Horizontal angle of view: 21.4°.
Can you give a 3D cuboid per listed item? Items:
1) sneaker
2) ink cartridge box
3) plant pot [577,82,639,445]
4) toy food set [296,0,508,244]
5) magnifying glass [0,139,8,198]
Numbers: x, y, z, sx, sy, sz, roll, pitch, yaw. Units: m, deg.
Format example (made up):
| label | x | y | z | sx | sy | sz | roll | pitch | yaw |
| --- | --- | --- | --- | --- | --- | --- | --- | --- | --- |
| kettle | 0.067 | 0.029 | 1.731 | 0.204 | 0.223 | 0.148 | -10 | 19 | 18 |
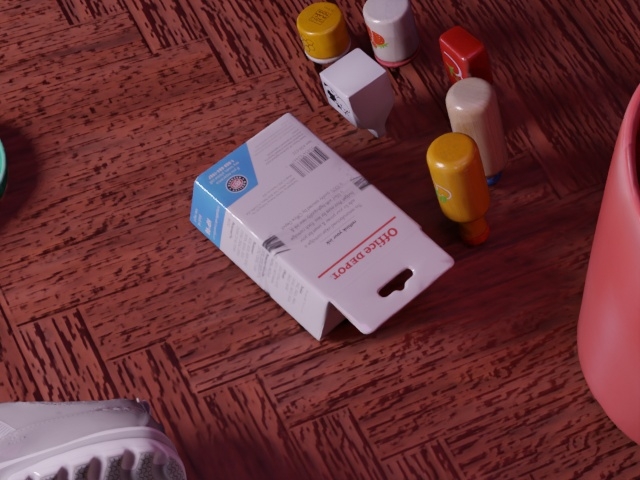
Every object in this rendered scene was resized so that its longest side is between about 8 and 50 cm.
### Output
| label | x | y | z | sx | sy | sz | roll | pitch | yaw |
| --- | --- | --- | --- | --- | --- | --- | --- | --- | --- |
| sneaker | -0.233 | 0.166 | 1.124 | 0.281 | 0.105 | 0.115 | -6 | 25 | -9 |
| ink cartridge box | 0.000 | 0.000 | 1.273 | 0.180 | 0.060 | 0.104 | 43 | 60 | 18 |
| plant pot | 0.307 | 0.028 | 1.200 | 0.275 | 0.243 | 0.275 | 5 | 57 | -8 |
| toy food set | 0.079 | -0.107 | 1.357 | 0.111 | 0.104 | 0.232 | -36 | 51 | -13 |
| magnifying glass | -0.291 | -0.001 | 1.245 | 0.092 | 0.026 | 0.231 | 10 | 57 | -3 |
